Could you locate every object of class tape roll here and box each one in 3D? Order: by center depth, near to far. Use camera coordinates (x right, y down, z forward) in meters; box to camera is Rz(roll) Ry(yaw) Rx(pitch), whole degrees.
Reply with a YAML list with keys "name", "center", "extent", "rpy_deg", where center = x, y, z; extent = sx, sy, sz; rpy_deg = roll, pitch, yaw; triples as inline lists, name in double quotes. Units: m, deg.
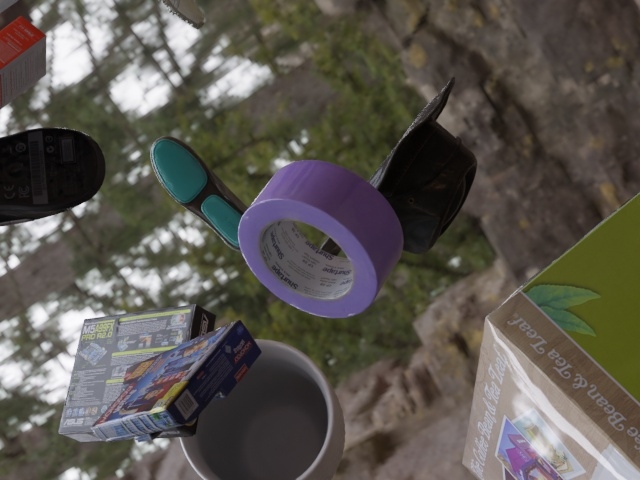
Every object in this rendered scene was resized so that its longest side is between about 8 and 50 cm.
- name: "tape roll"
  center: [0.000, 0.000, 1.513]
  extent: [0.189, 0.189, 0.080]
  rpy_deg: [50, -131, -18]

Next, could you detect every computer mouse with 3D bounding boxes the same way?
- name: "computer mouse"
  center: [-0.364, -0.091, 1.313]
  extent: [0.060, 0.262, 0.184]
  rpy_deg: [99, 158, -68]

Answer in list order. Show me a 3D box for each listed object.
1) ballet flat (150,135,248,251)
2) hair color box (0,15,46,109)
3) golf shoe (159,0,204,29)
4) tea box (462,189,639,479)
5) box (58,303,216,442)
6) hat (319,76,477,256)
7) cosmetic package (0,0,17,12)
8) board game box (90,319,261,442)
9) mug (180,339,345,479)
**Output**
- name: "ballet flat"
  center: [-0.170, -0.067, 1.846]
  extent: [0.213, 0.072, 0.068]
  rpy_deg: [47, -173, 0]
- name: "hair color box"
  center: [-0.457, -0.226, 1.726]
  extent: [0.053, 0.093, 0.167]
  rpy_deg: [37, -121, 10]
- name: "golf shoe"
  center: [-0.218, -0.397, 1.850]
  extent: [0.176, 0.086, 0.069]
  rpy_deg: [50, -173, -17]
- name: "tea box"
  center: [0.311, 0.113, 1.053]
  extent: [0.220, 0.323, 0.329]
  rpy_deg: [46, 163, 24]
- name: "box"
  center: [-0.313, 0.230, 2.127]
  extent: [0.060, 0.270, 0.216]
  rpy_deg: [36, -127, -46]
- name: "hat"
  center: [0.142, -0.069, 1.808]
  extent: [0.134, 0.331, 0.331]
  rpy_deg: [36, -153, 2]
- name: "cosmetic package"
  center: [-0.377, -0.326, 1.155]
  extent: [0.284, 0.377, 0.097]
  rpy_deg: [24, -133, -50]
- name: "board game box"
  center: [-0.204, 0.201, 1.644]
  extent: [0.060, 0.194, 0.194]
  rpy_deg: [58, -140, -15]
- name: "mug"
  center: [-0.101, 0.398, 2.254]
  extent: [0.328, 0.276, 0.374]
  rpy_deg: [68, -146, -69]
